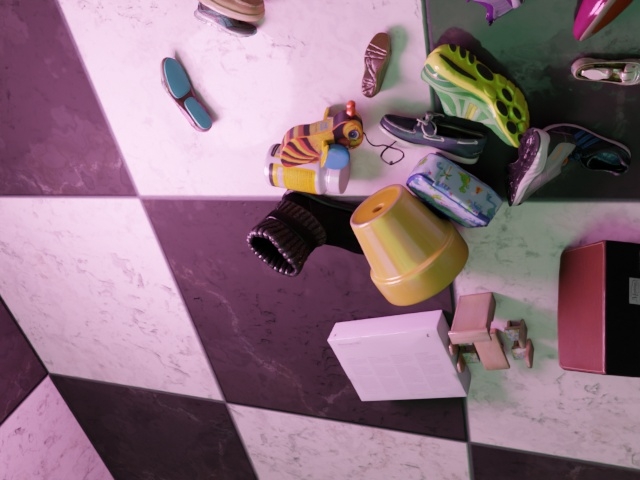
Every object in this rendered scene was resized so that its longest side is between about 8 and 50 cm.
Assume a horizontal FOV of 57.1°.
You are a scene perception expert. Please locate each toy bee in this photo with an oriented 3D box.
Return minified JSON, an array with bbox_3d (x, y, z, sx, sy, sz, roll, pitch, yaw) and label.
[{"bbox_3d":[0.041,-0.269,1.443,0.299,0.195,0.162,-18,137,-10],"label":"toy bee"}]

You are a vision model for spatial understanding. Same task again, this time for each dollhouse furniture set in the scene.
[{"bbox_3d":[0.467,0.294,1.675,0.212,0.161,0.242,-12,119,31],"label":"dollhouse furniture set"}]

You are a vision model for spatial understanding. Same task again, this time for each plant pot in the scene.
[{"bbox_3d":[0.207,-0.003,1.500,0.254,0.254,0.239,-24,115,36],"label":"plant pot"}]

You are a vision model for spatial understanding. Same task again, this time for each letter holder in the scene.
[{"bbox_3d":[0.686,0.168,1.410,0.152,0.301,0.214,6,170,-7],"label":"letter holder"}]

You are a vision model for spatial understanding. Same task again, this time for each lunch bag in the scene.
[{"bbox_3d":[0.320,-0.115,1.434,0.219,0.176,0.090,34,87,-3],"label":"lunch bag"}]

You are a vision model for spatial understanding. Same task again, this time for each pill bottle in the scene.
[{"bbox_3d":[-0.034,-0.187,1.565,0.209,0.119,0.119,12,129,17],"label":"pill bottle"}]

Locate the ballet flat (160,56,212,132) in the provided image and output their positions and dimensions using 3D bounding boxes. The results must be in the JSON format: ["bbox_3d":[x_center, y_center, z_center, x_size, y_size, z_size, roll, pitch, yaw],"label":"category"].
[{"bbox_3d":[-0.378,-0.389,1.607,0.079,0.077,0.221,-3,126,50],"label":"ballet flat"}]

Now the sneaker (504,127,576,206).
[{"bbox_3d":[0.486,-0.154,1.327,0.108,0.100,0.271,-2,158,-2],"label":"sneaker"}]

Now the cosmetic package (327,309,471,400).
[{"bbox_3d":[0.251,0.376,1.878,0.378,0.097,0.284,-12,121,31],"label":"cosmetic package"}]

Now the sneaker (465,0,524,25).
[{"bbox_3d":[0.305,-0.534,1.176,0.223,0.083,0.098,45,135,-13],"label":"sneaker"}]

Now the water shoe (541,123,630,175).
[{"bbox_3d":[0.582,-0.202,1.300,0.203,0.080,0.072,17,130,12],"label":"water shoe"}]

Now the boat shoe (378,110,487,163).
[{"bbox_3d":[0.265,-0.257,1.393,0.255,0.095,0.079,22,132,6],"label":"boat shoe"}]

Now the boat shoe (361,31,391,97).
[{"bbox_3d":[0.134,-0.411,1.376,0.056,0.048,0.152,24,125,23],"label":"boat shoe"}]

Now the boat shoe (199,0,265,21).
[{"bbox_3d":[-0.262,-0.628,1.333,0.341,0.121,0.110,35,132,-2],"label":"boat shoe"}]

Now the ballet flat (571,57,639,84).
[{"bbox_3d":[0.602,-0.341,1.205,0.168,0.052,0.057,7,127,19],"label":"ballet flat"}]

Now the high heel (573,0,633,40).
[{"bbox_3d":[0.537,-0.560,1.063,0.181,0.127,0.377,50,140,22],"label":"high heel"}]

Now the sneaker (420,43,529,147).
[{"bbox_3d":[0.350,-0.320,1.321,0.296,0.109,0.123,38,160,-13],"label":"sneaker"}]

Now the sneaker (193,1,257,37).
[{"bbox_3d":[-0.227,-0.546,1.421,0.167,0.065,0.076,24,127,4],"label":"sneaker"}]

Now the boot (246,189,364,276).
[{"bbox_3d":[-0.002,0.003,1.600,0.348,0.260,0.131,22,131,7],"label":"boot"}]
